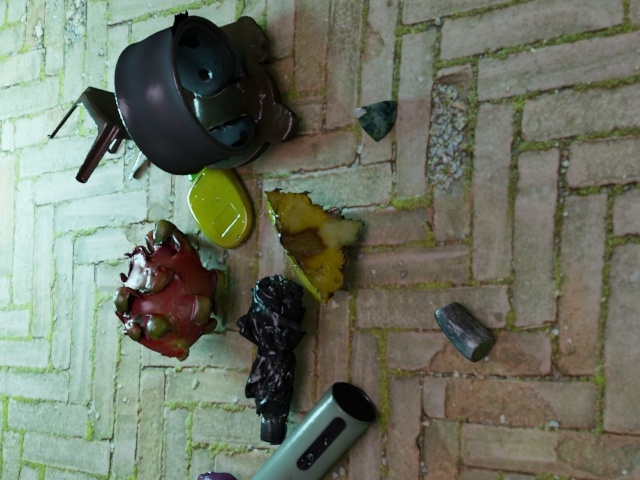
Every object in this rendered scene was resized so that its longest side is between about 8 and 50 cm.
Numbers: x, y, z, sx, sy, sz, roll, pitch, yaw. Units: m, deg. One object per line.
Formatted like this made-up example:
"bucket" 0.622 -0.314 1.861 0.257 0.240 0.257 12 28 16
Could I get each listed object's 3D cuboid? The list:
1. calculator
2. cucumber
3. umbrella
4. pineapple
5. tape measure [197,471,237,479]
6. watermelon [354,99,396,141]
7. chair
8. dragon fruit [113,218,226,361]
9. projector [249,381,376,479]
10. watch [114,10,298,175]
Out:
"calculator" -0.226 -0.086 1.970 0.146 0.032 0.235 -48 62 23
"cucumber" 0.252 0.159 1.602 0.112 0.064 0.064 48 114 30
"umbrella" -0.106 0.237 1.812 0.154 0.128 0.337 33 119 55
"pineapple" -0.004 -0.005 1.781 0.164 0.140 0.250 -34 81 -14
"tape measure" -0.218 0.547 1.904 0.125 0.074 0.118 13 100 40
"watermelon" 0.108 -0.241 1.743 0.061 0.085 0.085 35 110 63
"chair" -0.435 -0.296 2.042 0.176 0.183 0.326 50 115 26
"dragon fruit" -0.334 0.104 1.914 0.243 0.228 0.307 -40 54 -11
"projector" -0.031 0.423 1.758 0.337 0.108 0.108 -52 61 22
"watch" -0.255 -0.305 1.810 0.313 0.326 0.335 -15 76 26
